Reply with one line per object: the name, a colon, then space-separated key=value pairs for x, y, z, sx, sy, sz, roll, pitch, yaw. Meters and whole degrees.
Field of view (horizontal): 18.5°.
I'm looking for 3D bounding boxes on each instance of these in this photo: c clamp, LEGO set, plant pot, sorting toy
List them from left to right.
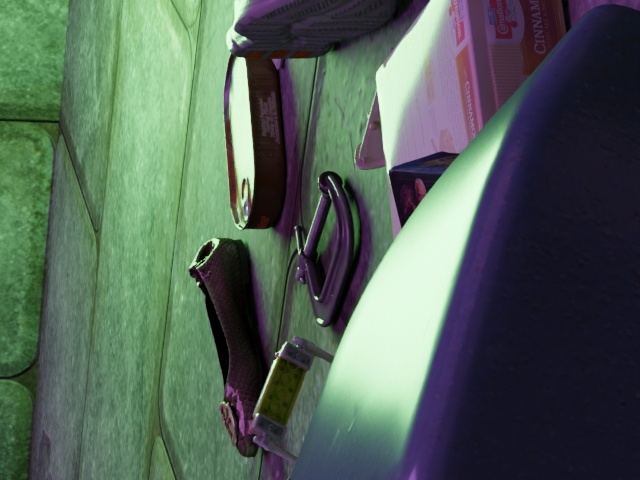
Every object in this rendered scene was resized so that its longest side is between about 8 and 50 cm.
c clamp: x=0.000 y=0.000 z=1.721 sx=0.161 sy=0.022 sz=0.137 roll=112 pitch=154 yaw=-53
LEGO set: x=0.015 y=0.145 z=1.318 sx=0.132 sy=0.107 sz=0.287 roll=-47 pitch=20 yaw=37
sorting toy: x=0.054 y=-0.107 z=1.510 sx=0.075 sy=0.045 sz=0.083 roll=-95 pitch=15 yaw=-47
plant pot: x=0.138 y=0.050 z=0.851 sx=0.248 sy=0.247 sz=0.252 roll=128 pitch=157 yaw=-65

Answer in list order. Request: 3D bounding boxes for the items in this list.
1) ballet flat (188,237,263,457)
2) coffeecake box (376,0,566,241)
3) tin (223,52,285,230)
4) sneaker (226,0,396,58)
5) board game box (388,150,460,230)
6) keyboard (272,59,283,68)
ballet flat: x=-0.096 y=0.105 z=1.986 sx=0.084 sy=0.058 sz=0.250 roll=114 pitch=152 yaw=-56
coffeecake box: x=0.100 y=-0.081 z=1.285 sx=0.185 sy=0.068 sz=0.142 roll=130 pitch=137 yaw=-66
tin: x=-0.066 y=-0.102 z=1.938 sx=0.106 sy=0.040 sz=0.190 roll=119 pitch=149 yaw=-66
sneaker: x=-0.021 y=-0.255 z=1.626 sx=0.321 sy=0.124 sz=0.180 roll=174 pitch=96 yaw=-74
board game box: x=0.124 y=0.036 z=1.111 sx=0.243 sy=0.042 sz=0.165 roll=9 pitch=115 yaw=67
keyboard: x=-0.028 y=-0.288 z=1.855 sx=0.072 sy=0.014 sz=0.256 roll=-110 pitch=26 yaw=-52
